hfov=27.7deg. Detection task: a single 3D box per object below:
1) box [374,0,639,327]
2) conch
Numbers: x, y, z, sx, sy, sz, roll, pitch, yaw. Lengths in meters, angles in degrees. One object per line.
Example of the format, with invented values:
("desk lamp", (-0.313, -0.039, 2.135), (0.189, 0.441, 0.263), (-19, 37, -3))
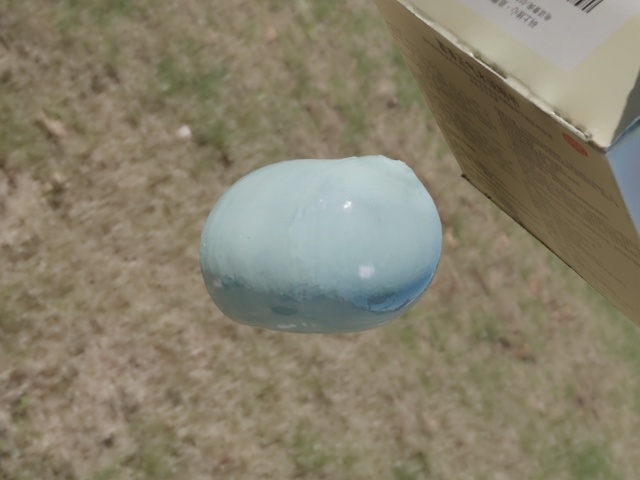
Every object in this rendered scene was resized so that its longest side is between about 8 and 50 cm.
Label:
("box", (0.131, -0.064, 0.641), (0.212, 0.095, 0.168), (48, -4, 47))
("conch", (0.002, -0.004, 1.165), (0.121, 0.221, 0.185), (93, -24, -52))
